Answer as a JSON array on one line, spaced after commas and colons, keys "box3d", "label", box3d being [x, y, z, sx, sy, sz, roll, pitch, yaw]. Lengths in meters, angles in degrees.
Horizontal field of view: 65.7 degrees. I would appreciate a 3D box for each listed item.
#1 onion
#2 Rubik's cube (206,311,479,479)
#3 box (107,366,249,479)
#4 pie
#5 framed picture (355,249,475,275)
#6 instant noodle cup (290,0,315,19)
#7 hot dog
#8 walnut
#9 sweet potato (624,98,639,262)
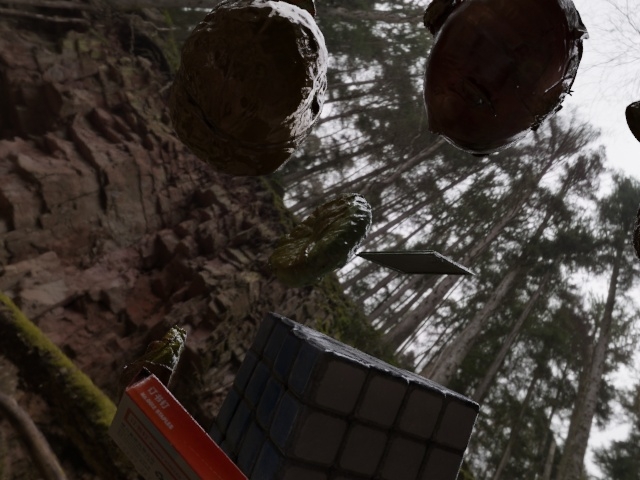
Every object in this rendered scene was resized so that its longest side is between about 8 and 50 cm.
[{"box3d": [0.356, -0.339, 0.986, 0.354, 0.354, 0.353, 12, -66, 30], "label": "onion"}, {"box3d": [0.018, 0.368, 0.919, 0.337, 0.344, 0.344, 8, -106, 66], "label": "Rubik's cube"}, {"box3d": [-0.181, 0.283, 0.636, 0.229, 0.050, 0.123, 42, -53, 13], "label": "box"}, {"box3d": [0.000, 0.000, 1.173, 0.307, 0.306, 0.071, -20, -63, 37], "label": "pie"}, {"box3d": [0.266, 0.061, 1.364, 0.232, 0.296, 0.019, -1, -104, 35], "label": "framed picture"}, {"box3d": [-0.099, -0.642, 1.175, 0.230, 0.230, 0.182, 10, -101, 30], "label": "instant noodle cup"}, {"box3d": [-0.336, 0.279, 0.935, 0.093, 0.261, 0.123, 22, -33, -12], "label": "hot dog"}, {"box3d": [-0.142, -0.328, 1.062, 0.308, 0.397, 0.354, 31, -40, -14], "label": "walnut"}, {"box3d": [0.435, -0.072, 0.623, 0.081, 0.062, 0.232, -2, -97, 24], "label": "sweet potato"}]
